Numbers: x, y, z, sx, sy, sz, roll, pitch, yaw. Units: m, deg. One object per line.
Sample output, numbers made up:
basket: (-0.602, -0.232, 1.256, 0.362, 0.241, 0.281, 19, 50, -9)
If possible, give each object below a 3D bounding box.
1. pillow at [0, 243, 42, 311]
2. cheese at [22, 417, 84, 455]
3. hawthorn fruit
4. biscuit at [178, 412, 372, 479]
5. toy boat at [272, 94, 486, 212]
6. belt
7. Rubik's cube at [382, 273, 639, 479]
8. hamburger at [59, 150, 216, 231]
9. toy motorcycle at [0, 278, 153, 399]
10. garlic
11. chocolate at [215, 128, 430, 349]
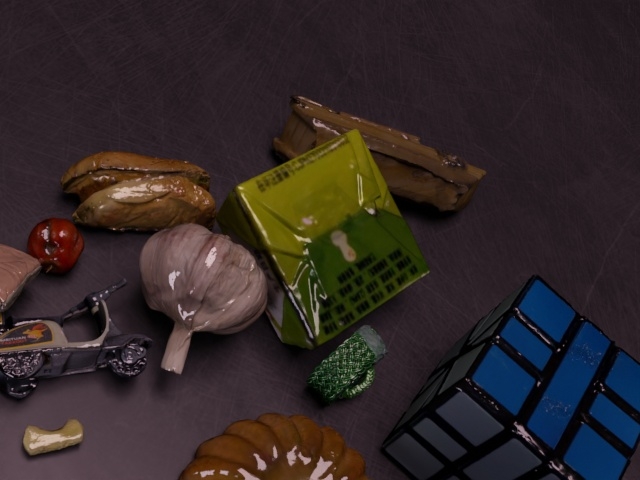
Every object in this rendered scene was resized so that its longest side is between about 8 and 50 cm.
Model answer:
pillow: (-0.536, 0.031, 1.266, 0.232, 0.043, 0.126, 15, 29, 4)
cheese: (-0.378, 0.276, 1.230, 0.083, 0.030, 0.044, -11, 70, -24)
hawthorn fruit: (-0.414, 0.011, 1.357, 0.093, 0.093, 0.093, 12, 55, -18)
biscuit: (-0.050, 0.398, 1.263, 0.325, 0.107, 0.326, 10, 56, -15)
toy boat: (0.123, -0.158, 1.701, 0.445, 0.136, 0.162, 17, 28, -17)
belt: (0.052, 0.210, 1.419, 0.079, 0.121, 0.151, 45, 47, 10)
Rubik's cube: (0.318, 0.283, 1.392, 0.283, 0.293, 0.288, 39, 53, 6)
hamburger: (-0.294, -0.091, 1.452, 0.262, 0.131, 0.124, 1, 59, -31)
toy motorcycle: (-0.382, 0.143, 1.280, 0.263, 0.091, 0.157, -3, 56, -24)
garlic: (-0.195, 0.098, 1.326, 0.218, 0.218, 0.212, 26, 65, -7)
chocolate: (0.000, 0.000, 1.482, 0.301, 0.137, 0.289, -30, 94, -38)
